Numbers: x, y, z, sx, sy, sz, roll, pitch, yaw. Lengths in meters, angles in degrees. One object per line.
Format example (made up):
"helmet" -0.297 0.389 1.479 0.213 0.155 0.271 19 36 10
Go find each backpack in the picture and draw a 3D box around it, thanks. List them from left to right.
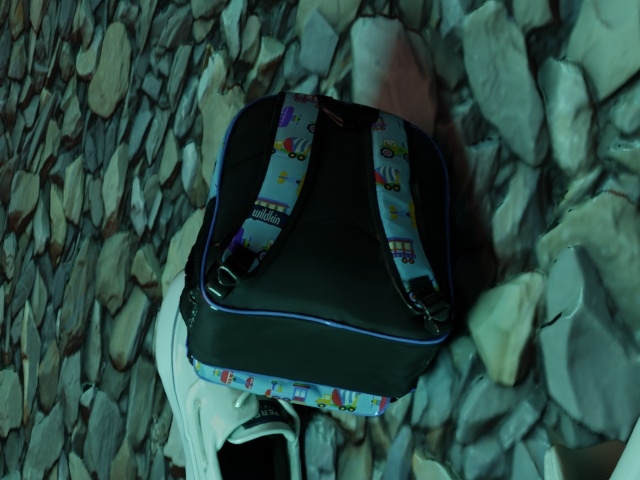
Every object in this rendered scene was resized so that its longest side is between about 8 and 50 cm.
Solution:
"backpack" 0.000 0.000 0.779 0.117 0.158 0.173 109 168 -53

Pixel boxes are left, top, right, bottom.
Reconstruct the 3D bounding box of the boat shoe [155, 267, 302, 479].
"boat shoe" -0.050 0.132 0.897 0.084 0.095 0.258 -28 69 50

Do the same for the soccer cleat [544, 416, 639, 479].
"soccer cleat" 0.189 0.072 0.461 0.331 0.116 0.143 -45 46 46
